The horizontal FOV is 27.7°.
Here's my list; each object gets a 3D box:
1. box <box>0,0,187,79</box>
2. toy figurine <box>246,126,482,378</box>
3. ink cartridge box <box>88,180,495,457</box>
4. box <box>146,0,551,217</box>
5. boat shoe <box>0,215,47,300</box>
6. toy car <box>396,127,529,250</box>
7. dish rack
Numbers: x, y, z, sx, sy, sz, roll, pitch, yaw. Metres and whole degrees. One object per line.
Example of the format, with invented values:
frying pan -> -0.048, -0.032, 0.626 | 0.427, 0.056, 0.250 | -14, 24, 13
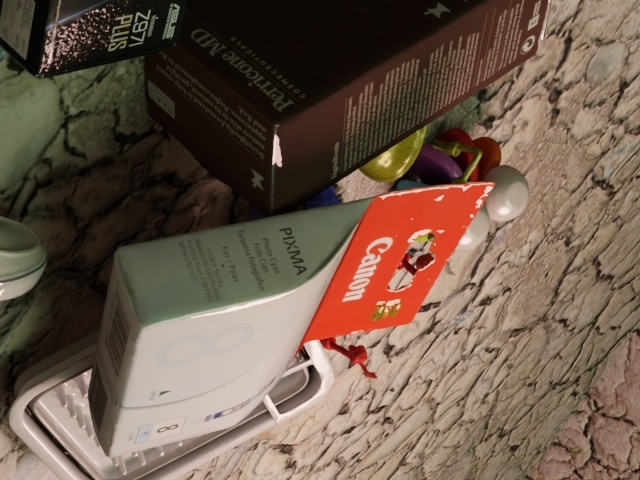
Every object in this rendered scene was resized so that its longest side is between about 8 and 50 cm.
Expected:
box -> -0.176, -0.234, 1.038 | 0.147, 0.077, 0.180 | -22, 143, -43
toy figurine -> 0.000, 0.000, 1.501 | 0.217, 0.191, 0.363 | -8, 132, -46
ink cartridge box -> -0.027, 0.083, 1.292 | 0.385, 0.091, 0.308 | -10, 152, -21
box -> 0.034, -0.200, 1.275 | 0.381, 0.191, 0.143 | -35, 150, -27
boat shoe -> -0.327, -0.013, 1.095 | 0.267, 0.096, 0.088 | 11, 122, -51
toy car -> 0.174, -0.075, 1.725 | 0.182, 0.159, 0.136 | -35, 115, -25
dish rack -> -0.167, 0.155, 1.466 | 0.332, 0.072, 0.285 | -29, 142, -3
